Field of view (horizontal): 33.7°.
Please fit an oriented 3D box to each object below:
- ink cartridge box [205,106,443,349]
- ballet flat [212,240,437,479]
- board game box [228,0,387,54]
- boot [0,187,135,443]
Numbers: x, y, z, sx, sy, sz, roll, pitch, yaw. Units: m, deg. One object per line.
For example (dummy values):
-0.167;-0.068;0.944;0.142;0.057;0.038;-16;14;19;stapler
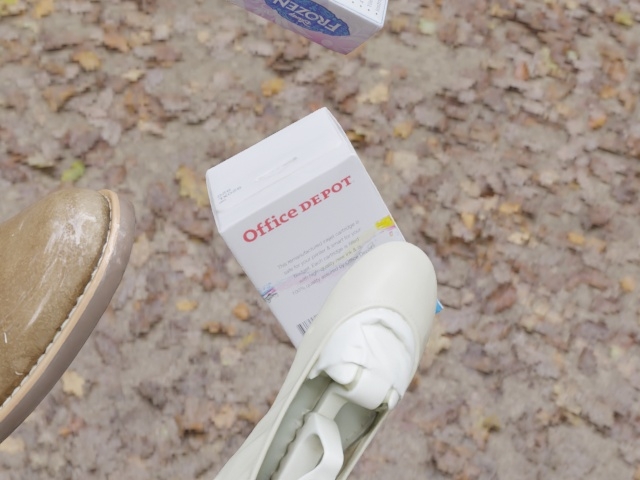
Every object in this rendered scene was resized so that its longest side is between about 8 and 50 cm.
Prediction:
0.000;0.000;1.224;0.171;0.233;0.168;-29;28;2;ink cartridge box
0.010;0.114;0.685;0.086;0.086;0.248;30;86;20;ballet flat
-0.072;-0.350;0.826;0.318;0.066;0.319;22;66;-23;board game box
-0.223;0.055;0.508;0.305;0.115;0.112;-33;35;17;boot
